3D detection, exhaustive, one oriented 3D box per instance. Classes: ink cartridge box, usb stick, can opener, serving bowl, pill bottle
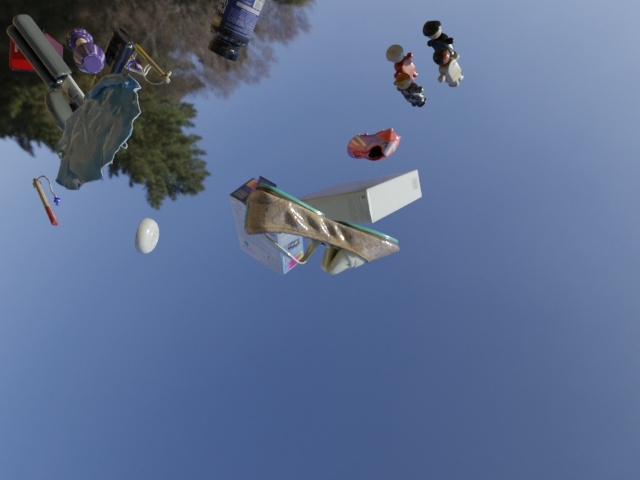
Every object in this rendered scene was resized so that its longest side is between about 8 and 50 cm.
[{"bbox_3d":[-0.220,-0.076,2.164,0.270,0.395,0.151,30,-124,28],"label":"ink cartridge box"},{"bbox_3d":[-0.644,-0.530,1.602,0.278,0.077,0.045,-39,-178,44],"label":"usb stick"},{"bbox_3d":[-0.627,-0.385,1.207,0.074,0.280,0.093,-27,-172,33],"label":"can opener"},{"bbox_3d":[-0.390,-0.008,1.186,0.027,0.083,0.083,12,-125,7],"label":"serving bowl"},{"bbox_3d":[-0.257,-0.663,1.569,0.123,0.123,0.219,47,-63,47],"label":"pill bottle"}]

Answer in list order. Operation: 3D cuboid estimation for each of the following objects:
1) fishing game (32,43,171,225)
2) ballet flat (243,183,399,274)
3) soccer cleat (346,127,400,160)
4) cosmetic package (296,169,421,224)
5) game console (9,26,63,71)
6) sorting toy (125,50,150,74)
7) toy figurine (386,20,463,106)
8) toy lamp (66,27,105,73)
[{"bbox_3d":[-0.312,-0.152,0.738,0.264,0.041,0.189,-52,-130,4],"label":"fishing game"},{"bbox_3d":[0.000,0.000,0.948,0.107,0.316,0.106,7,-103,66],"label":"ballet flat"},{"bbox_3d":[0.151,-0.289,1.653,0.248,0.083,0.095,-3,-129,57],"label":"soccer cleat"},{"bbox_3d":[0.099,-0.119,1.543,0.284,0.097,0.377,-4,-168,32],"label":"cosmetic package"},{"bbox_3d":[-0.831,-0.540,1.529,0.124,0.085,0.144,-3,-105,-17],"label":"game console"},{"bbox_3d":[-0.603,-0.593,1.748,0.075,0.045,0.083,38,-85,12],"label":"sorting toy"},{"bbox_3d":[0.318,-0.546,1.610,0.213,0.148,0.209,-24,-132,27],"label":"toy figurine"},{"bbox_3d":[-0.623,-0.500,1.380,0.080,0.080,0.274,-40,-138,-5],"label":"toy lamp"}]
